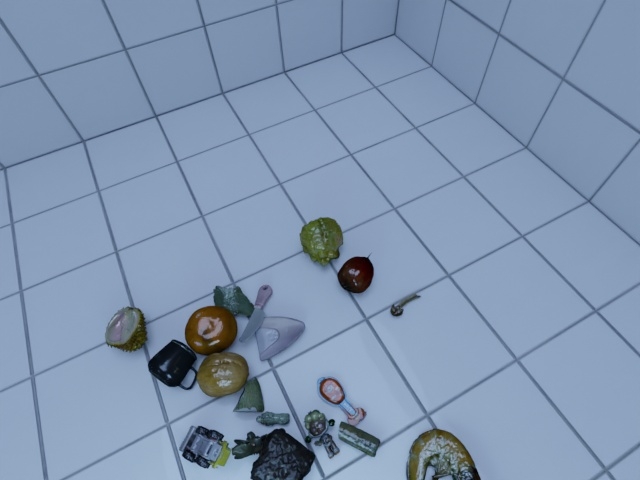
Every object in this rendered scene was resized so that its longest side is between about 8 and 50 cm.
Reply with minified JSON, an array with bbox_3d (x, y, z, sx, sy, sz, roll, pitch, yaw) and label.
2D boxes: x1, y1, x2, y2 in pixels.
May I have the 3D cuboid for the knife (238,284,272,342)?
[{"bbox_3d":[-0.304,0.356,1.974,0.081,0.043,0.336,3,47,15],"label":"knife"}]

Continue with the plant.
[{"bbox_3d":[-0.193,0.842,1.582,0.312,0.215,0.213,27,58,22],"label":"plant"}]

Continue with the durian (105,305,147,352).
[{"bbox_3d":[-0.908,0.429,1.929,0.183,0.138,0.250,-38,49,13],"label":"durian"}]

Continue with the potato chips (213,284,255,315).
[{"bbox_3d":[-0.431,0.309,2.028,0.228,0.059,0.167,2,62,3],"label":"potato chips"}]

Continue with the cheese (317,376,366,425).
[{"bbox_3d":[0.085,0.692,1.773,0.256,0.037,0.106,39,67,25],"label":"cheese"}]

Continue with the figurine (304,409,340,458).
[{"bbox_3d":[0.005,0.794,1.677,0.147,0.093,0.197,-34,62,-3],"label":"figurine"}]

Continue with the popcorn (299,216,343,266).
[{"bbox_3d":[0.000,0.000,2.136,0.212,0.259,0.259,12,54,40],"label":"popcorn"}]

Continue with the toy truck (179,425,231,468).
[{"bbox_3d":[-0.460,0.827,1.625,0.286,0.111,0.136,-14,41,48],"label":"toy truck"}]

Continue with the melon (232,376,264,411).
[{"bbox_3d":[-0.301,0.697,1.770,0.139,0.093,0.202,40,33,-4],"label":"melon"}]

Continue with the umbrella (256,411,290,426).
[{"bbox_3d":[-0.202,0.759,1.727,0.143,0.067,0.062,2,86,-4],"label":"umbrella"}]

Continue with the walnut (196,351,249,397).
[{"bbox_3d":[-0.421,0.583,1.773,0.221,0.195,0.195,-3,57,-3],"label":"walnut"}]

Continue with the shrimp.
[{"bbox_3d":[0.505,0.962,1.560,0.272,0.085,0.445,-25,56,-7],"label":"shrimp"}]

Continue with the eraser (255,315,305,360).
[{"bbox_3d":[-0.188,0.445,1.932,0.243,0.059,0.204,-16,57,-4],"label":"eraser"}]

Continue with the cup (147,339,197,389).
[{"bbox_3d":[-0.642,0.565,1.827,0.223,0.169,0.176,44,54,-12],"label":"cup"}]

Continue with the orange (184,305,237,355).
[{"bbox_3d":[-0.505,0.420,1.893,0.240,0.171,0.240,-1,65,1],"label":"orange"}]

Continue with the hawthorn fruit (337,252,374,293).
[{"bbox_3d":[0.198,0.154,2.039,0.181,0.181,0.235,36,69,23],"label":"hawthorn fruit"}]

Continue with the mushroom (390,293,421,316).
[{"bbox_3d":[0.420,0.309,2.003,0.187,0.061,0.060,-33,56,-22],"label":"mushroom"}]

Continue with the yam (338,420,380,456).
[{"bbox_3d":[0.154,0.814,1.669,0.179,0.078,0.078,20,60,14],"label":"yam"}]
